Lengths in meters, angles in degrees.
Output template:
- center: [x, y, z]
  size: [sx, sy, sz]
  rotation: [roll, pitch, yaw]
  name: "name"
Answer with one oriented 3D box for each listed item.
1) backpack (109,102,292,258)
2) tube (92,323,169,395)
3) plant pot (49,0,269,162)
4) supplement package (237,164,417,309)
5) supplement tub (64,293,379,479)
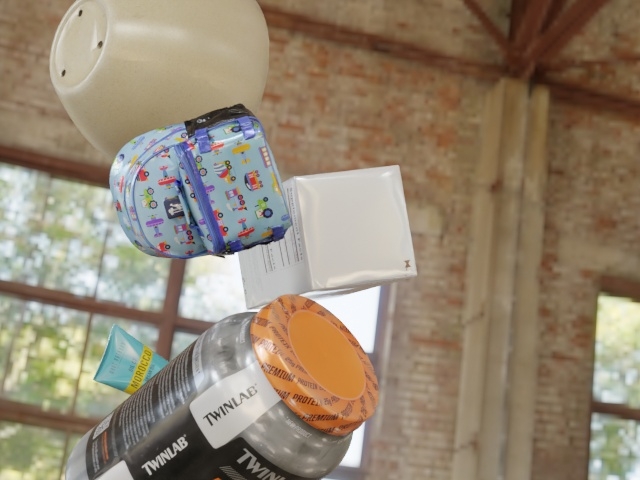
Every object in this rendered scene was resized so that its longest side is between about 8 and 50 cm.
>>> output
- center: [-0.134, -0.052, 1.593]
  size: [0.173, 0.158, 0.117]
  rotation: [-16, 16, -9]
  name: "backpack"
- center: [-0.215, 0.193, 2.000]
  size: [0.052, 0.080, 0.207]
  rotation: [-12, -37, 45]
  name: "tube"
- center: [-0.228, -0.222, 1.884]
  size: [0.191, 0.284, 0.284]
  rotation: [19, -24, -41]
  name: "plant pot"
- center: [0.000, 0.000, 1.787]
  size: [0.139, 0.133, 0.244]
  rotation: [-7, -5, -22]
  name: "supplement package"
- center: [-0.101, 0.204, 1.539]
  size: [0.194, 0.193, 0.316]
  rotation: [26, -55, -38]
  name: "supplement tub"
